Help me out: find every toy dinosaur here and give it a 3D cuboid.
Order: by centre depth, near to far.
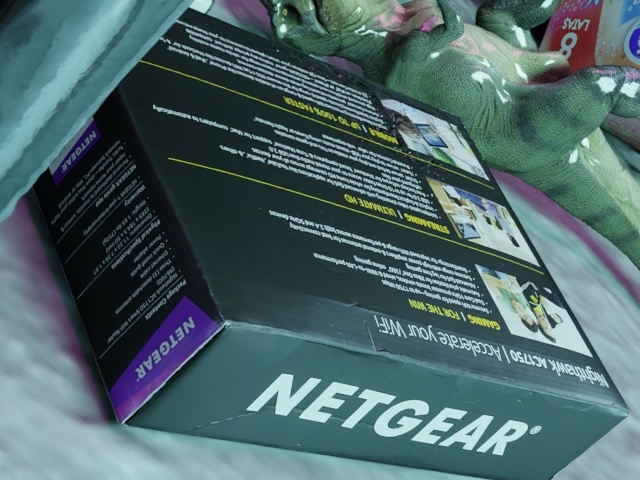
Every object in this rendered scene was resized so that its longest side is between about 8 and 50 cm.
[{"bbox_3d":[0.096,-0.066,0.630,0.268,0.118,0.064,36,10,-20],"label":"toy dinosaur"}]

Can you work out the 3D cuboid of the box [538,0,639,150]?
[{"bbox_3d":[0.273,-0.083,0.825,0.300,0.154,0.142,23,-2,-37],"label":"box"}]

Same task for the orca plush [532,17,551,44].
[{"bbox_3d":[0.212,-0.225,0.885,0.287,0.102,0.151,-31,75,-26],"label":"orca plush"}]

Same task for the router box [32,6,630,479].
[{"bbox_3d":[0.000,0.000,0.463,0.179,0.046,0.133,16,38,-45],"label":"router box"}]

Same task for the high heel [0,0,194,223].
[{"bbox_3d":[-0.123,-0.124,0.302,0.261,0.186,0.093,33,27,-22],"label":"high heel"}]

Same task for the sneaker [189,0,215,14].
[{"bbox_3d":[-0.080,-0.149,0.553,0.073,0.063,0.162,15,38,-41],"label":"sneaker"}]
